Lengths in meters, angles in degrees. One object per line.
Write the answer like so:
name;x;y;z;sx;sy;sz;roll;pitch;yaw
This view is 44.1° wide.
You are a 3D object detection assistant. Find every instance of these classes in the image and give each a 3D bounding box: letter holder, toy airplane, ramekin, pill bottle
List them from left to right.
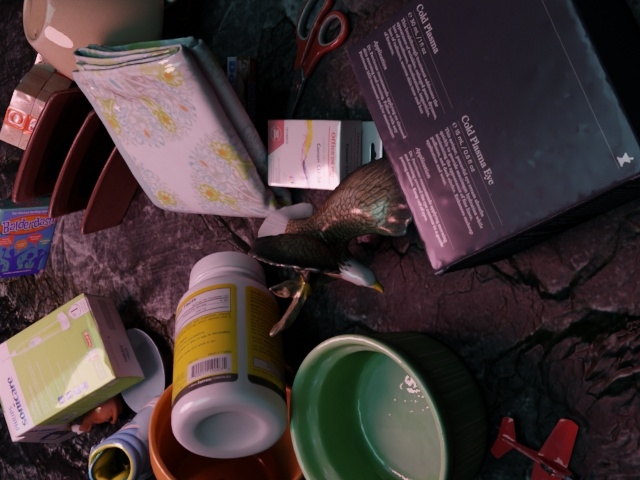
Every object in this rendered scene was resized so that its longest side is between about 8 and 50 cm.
letter holder;-0.496;-0.164;1.666;0.152;0.214;0.302;43;123;15
pill bottle;-0.157;0.185;1.359;0.188;0.187;0.334;-50;31;34
ramekin;0.109;0.284;1.220;0.303;0.148;0.304;6;99;42
toy airplane;0.305;0.304;1.121;0.151;0.028;0.151;8;101;42

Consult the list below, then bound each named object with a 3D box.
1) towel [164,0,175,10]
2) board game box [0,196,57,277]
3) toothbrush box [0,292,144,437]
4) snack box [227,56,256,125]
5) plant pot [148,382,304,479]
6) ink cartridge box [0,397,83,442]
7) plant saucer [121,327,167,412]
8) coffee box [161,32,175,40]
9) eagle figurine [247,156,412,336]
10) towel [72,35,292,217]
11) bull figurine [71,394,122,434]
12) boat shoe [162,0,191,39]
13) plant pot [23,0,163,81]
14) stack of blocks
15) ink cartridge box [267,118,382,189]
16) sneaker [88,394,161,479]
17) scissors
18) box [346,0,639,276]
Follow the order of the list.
towel;-0.346;-0.550;1.569;0.324;0.038;0.248;-6;78;49
board game box;-0.756;-0.006;1.982;0.047;0.160;0.210;40;121;32
toothbrush box;-0.561;0.275;1.735;0.283;0.122;0.206;-31;72;11
snack box;-0.150;-0.253;1.483;0.064;0.022;0.178;11;103;43
plant pot;-0.167;0.399;1.421;0.291;0.290;0.204;43;138;31
ink cartridge box;-0.676;0.404;1.918;0.093;0.212;0.154;-27;71;1
plant saucer;-0.392;0.290;1.762;0.194;0.037;0.195;7;100;43
coffee box;-0.301;-0.307;1.569;0.113;0.040;0.184;-14;105;43
eagle figurine;0.011;0.003;1.190;0.298;0.225;0.227;98;177;-64
towel;-0.251;-0.187;1.406;0.320;0.090;0.375;8;140;40
bull figurine;-0.566;0.306;1.885;0.188;0.101;0.311;-42;65;42
boat shoe;-0.296;-0.442;1.569;0.060;0.064;0.178;38;117;36
plant pot;-0.451;-0.424;1.504;0.284;0.190;0.284;1;91;51
stack of blocks;-0.586;-0.339;1.715;0.171;0.087;0.297;-57;17;32
ink cartridge box;0.006;-0.145;1.315;0.198;0.067;0.116;6;101;37
sneaker;-0.425;0.470;1.676;0.127;0.208;0.319;41;131;9
scissors;-0.038;-0.292;1.380;0.109;0.021;0.297;48;125;25
box;0.249;-0.175;1.016;0.312;0.178;0.344;-30;75;42
